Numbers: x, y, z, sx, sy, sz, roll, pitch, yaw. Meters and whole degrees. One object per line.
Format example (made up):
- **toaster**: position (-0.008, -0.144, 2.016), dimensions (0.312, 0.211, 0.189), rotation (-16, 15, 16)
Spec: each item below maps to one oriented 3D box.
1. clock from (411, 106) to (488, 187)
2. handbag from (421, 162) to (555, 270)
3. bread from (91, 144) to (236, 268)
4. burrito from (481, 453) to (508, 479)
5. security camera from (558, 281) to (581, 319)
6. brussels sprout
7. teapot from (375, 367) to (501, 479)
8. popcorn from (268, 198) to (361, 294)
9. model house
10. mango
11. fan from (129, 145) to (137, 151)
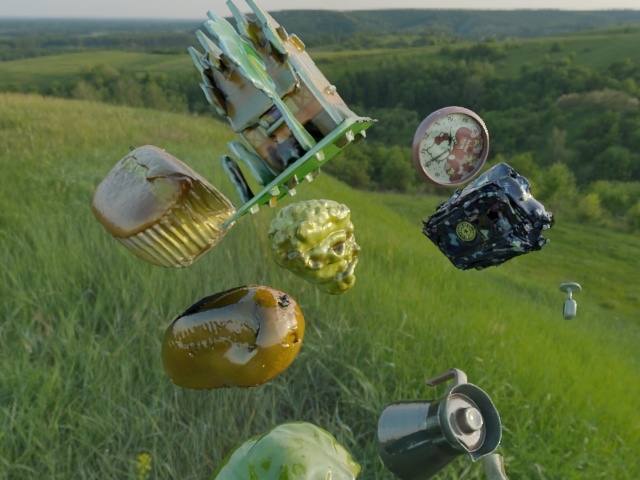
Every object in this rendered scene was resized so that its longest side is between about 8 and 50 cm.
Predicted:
- **clock**: position (0.390, -0.276, 1.668), dimensions (0.244, 0.244, 0.056), rotation (-4, 20, -10)
- **handbag**: position (0.309, -0.029, 1.053), dimensions (0.113, 0.162, 0.260), rotation (-46, 7, -31)
- **bread**: position (-0.301, -0.072, 1.027), dimensions (0.204, 0.156, 0.288), rotation (-43, 39, -12)
- **burrito**: position (0.494, 0.673, 1.536), dimensions (0.060, 0.087, 0.226), rotation (-27, 18, 16)
- **security camera**: position (0.652, 0.162, 1.463), dimensions (0.058, 0.058, 0.092), rotation (8, 59, 18)
- **brussels sprout**: position (-0.113, 0.679, 1.417), dimensions (0.361, 0.342, 0.425), rotation (23, 56, 7)
- **teapot**: position (0.347, 0.550, 1.669), dimensions (0.253, 0.344, 0.300), rotation (26, 51, -19)
- **popcorn**: position (0.000, 0.000, 1.453), dimensions (0.286, 0.225, 0.174), rotation (34, -8, -36)
- **model house**: position (-0.110, -0.217, 0.865), dimensions (0.242, 0.313, 0.357), rotation (-40, 3, 19)
- **mango**: position (-0.135, 0.159, 0.857), dimensions (0.249, 0.151, 0.156), rotation (-24, 49, 18)
- **fan**: position (-0.378, -0.181, 1.180), dimensions (0.003, 0.060, 0.080), rotation (-56, 17, -23)
